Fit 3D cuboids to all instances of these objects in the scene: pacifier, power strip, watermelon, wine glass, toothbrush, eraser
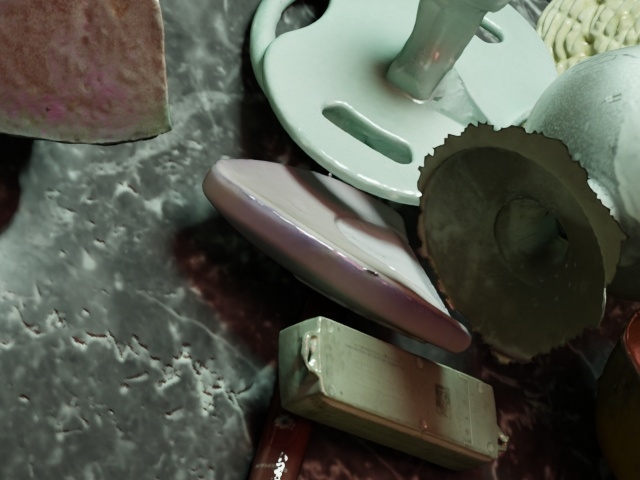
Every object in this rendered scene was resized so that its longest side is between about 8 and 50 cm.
[{"bbox_3d":[0.090,-0.193,1.774,0.288,0.269,0.343,30,40,5],"label":"pacifier"},{"bbox_3d":[0.058,0.131,1.653,0.272,0.052,0.078,23,55,-45],"label":"power strip"},{"bbox_3d":[-0.252,-0.241,1.552,0.222,0.319,0.292,-61,154,-74],"label":"watermelon"},{"bbox_3d":[0.252,-0.045,1.672,0.323,0.238,0.238,-31,88,-43],"label":"wine glass"},{"bbox_3d":[-0.036,0.180,1.582,0.041,0.041,0.364,37,45,-19],"label":"toothbrush"},{"bbox_3d":[-0.001,0.001,1.681,0.243,0.059,0.204,24,22,-27],"label":"eraser"}]

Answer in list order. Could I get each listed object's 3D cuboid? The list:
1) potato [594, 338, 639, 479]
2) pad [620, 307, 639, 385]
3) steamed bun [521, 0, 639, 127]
[{"bbox_3d":[0.428,0.110,1.852,0.296,0.290,0.397,30,77,-21],"label":"potato"},{"bbox_3d":[0.438,0.141,1.723,0.286,0.018,0.284,-22,71,-16],"label":"pad"},{"bbox_3d":[0.343,-0.129,1.973,0.206,0.275,0.320,23,85,-48],"label":"steamed bun"}]
